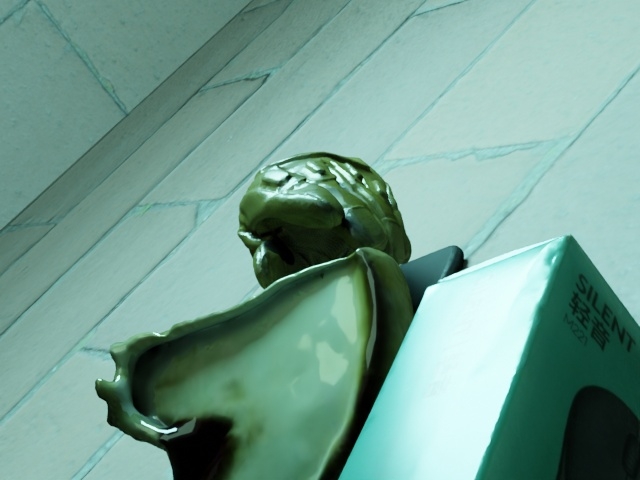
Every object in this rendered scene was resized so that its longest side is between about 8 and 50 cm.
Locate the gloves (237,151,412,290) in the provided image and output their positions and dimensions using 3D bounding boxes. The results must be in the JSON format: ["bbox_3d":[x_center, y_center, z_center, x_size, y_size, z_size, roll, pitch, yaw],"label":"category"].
[{"bbox_3d":[-0.004,-0.015,1.336,0.154,0.141,0.331,-9,-9,-6],"label":"gloves"}]

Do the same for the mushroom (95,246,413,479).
[{"bbox_3d":[-0.034,0.160,1.217,0.292,0.217,0.212,-17,-19,15],"label":"mushroom"}]

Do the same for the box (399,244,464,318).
[{"bbox_3d":[0.083,0.061,1.378,0.125,0.027,0.126,-23,22,34],"label":"box"}]

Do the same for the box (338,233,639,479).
[{"bbox_3d":[0.114,0.168,0.758,0.118,0.205,0.311,-23,23,36],"label":"box"}]
